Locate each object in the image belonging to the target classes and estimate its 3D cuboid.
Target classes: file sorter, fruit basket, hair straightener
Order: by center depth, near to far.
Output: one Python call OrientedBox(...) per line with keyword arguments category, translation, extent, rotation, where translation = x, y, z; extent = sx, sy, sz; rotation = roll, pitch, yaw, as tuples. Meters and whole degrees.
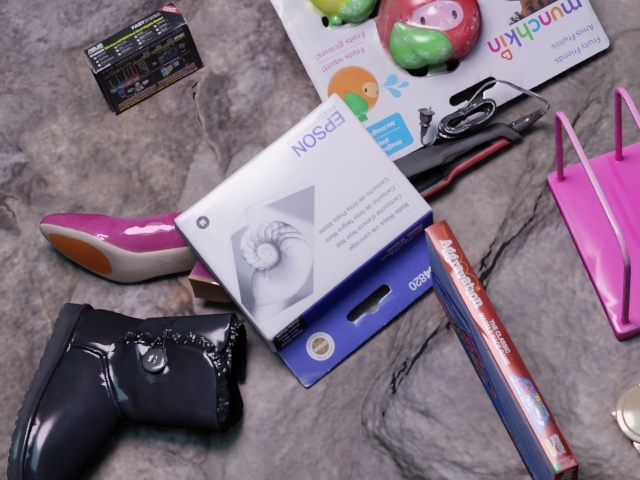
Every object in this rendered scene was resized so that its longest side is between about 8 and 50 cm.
OrientedBox(category="file sorter", translation=(0.398, -0.068, 1.604), extent=(0.290, 0.182, 0.202), rotation=(-19, 62, -1))
OrientedBox(category="hair straightener", translation=(0.140, -0.107, 1.720), extent=(0.230, 0.089, 0.047), rotation=(-27, 30, -3))
OrientedBox(category="fruit basket", translation=(0.105, -0.298, 1.739), extent=(0.327, 0.165, 0.353), rotation=(-27, 87, -9))

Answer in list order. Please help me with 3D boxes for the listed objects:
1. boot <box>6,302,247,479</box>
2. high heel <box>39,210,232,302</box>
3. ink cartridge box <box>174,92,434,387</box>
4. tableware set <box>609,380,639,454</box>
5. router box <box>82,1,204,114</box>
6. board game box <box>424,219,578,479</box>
OrientedBox(category="boot", translation=(-0.191, 0.175, 1.627), extent=(0.207, 0.094, 0.247), rotation=(4, 57, 16))
OrientedBox(category="high heel", translation=(-0.180, -0.015, 1.737), extent=(0.244, 0.082, 0.117), rotation=(12, 57, 20))
OrientedBox(category="ink cartridge box", translation=(0.000, 0.000, 1.659), extent=(0.223, 0.045, 0.224), rotation=(-40, 88, -8))
OrientedBox(category="tableware set", translation=(0.381, 0.161, 1.580), extent=(0.141, 0.020, 0.169), rotation=(36, 72, 22))
OrientedBox(category="router box", translation=(-0.202, -0.208, 1.831), extent=(0.122, 0.092, 0.038), rotation=(-29, 61, -7))
OrientedBox(category="board game box", translation=(0.176, 0.127, 1.562), extent=(0.027, 0.145, 0.281), rotation=(-23, 62, -6))
